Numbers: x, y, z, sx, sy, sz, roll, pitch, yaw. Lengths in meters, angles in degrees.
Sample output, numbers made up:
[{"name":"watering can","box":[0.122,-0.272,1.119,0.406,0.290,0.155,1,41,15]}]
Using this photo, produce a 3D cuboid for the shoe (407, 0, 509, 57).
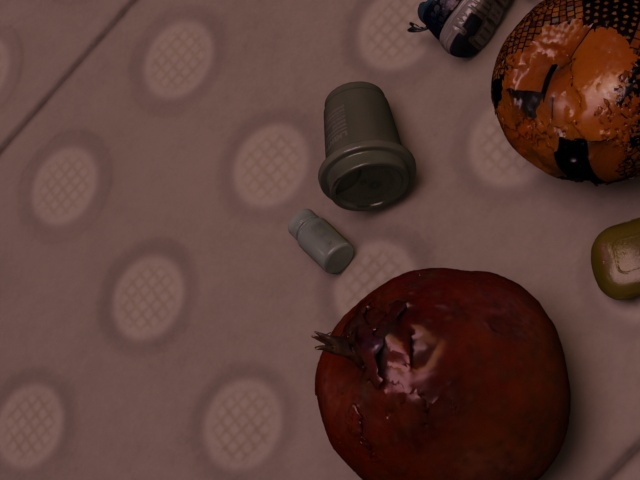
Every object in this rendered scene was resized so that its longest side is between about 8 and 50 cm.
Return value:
[{"name":"shoe","box":[0.187,-0.328,1.987,0.106,0.091,0.207,36,96,29]}]

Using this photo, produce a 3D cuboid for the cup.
[{"name":"cup","box":[0.048,-0.118,1.989,0.120,0.120,0.141,-28,51,20]}]

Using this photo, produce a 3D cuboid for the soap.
[{"name":"soap","box":[0.365,0.013,1.789,0.140,0.045,0.089,-19,61,26]}]

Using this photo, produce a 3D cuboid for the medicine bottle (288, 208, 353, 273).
[{"name":"medicine bottle","box":[0.000,0.000,2.011,0.047,0.047,0.083,-50,55,7]}]

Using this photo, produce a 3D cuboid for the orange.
[{"name":"orange","box":[0.307,-0.175,1.809,0.234,0.182,0.234,-17,63,38]}]

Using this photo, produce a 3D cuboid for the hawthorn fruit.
[{"name":"hawthorn fruit","box":[0.106,0.153,1.747,0.276,0.307,0.276,-19,63,42]}]
